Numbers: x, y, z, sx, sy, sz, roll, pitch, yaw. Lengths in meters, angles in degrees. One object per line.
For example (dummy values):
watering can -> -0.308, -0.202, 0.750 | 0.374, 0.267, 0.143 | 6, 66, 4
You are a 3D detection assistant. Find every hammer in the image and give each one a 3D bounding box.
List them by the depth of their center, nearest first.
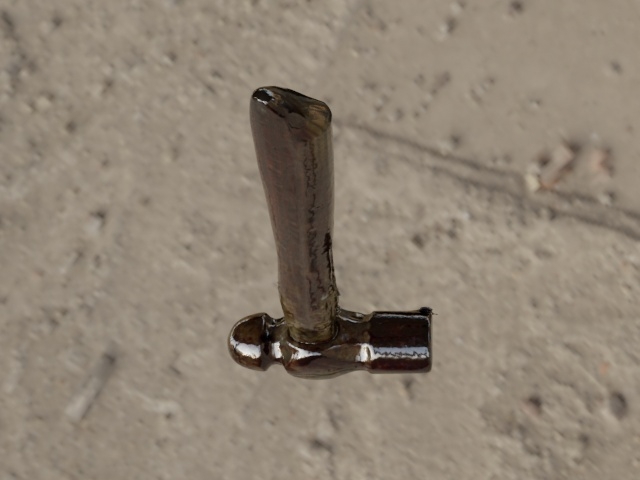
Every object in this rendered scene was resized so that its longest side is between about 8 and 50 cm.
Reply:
hammer -> 0.000, 0.000, 0.438 | 0.065, 0.178, 0.021 | 1, 66, 3
